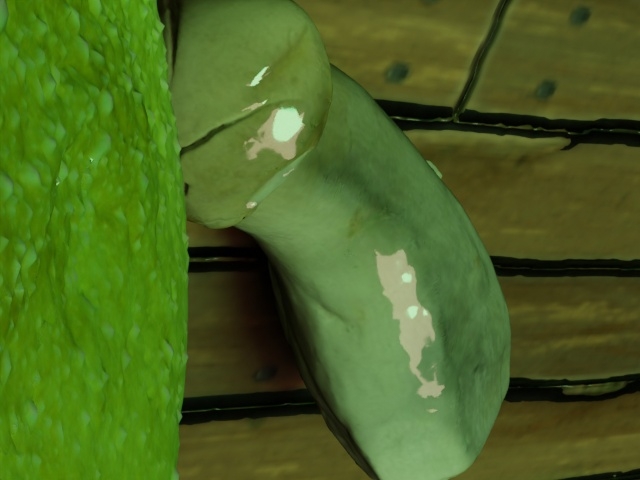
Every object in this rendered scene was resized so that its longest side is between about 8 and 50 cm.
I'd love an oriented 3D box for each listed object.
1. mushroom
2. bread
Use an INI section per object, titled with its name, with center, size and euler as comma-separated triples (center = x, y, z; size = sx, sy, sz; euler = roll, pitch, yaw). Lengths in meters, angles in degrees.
[mushroom]
center = 0.002, -0.004, 0.602
size = 0.092, 0.081, 0.223
euler = -58, 144, -22
[bread]
center = -0.073, -0.036, 0.366
size = 0.045, 0.301, 0.301
euler = -6, 138, 8
